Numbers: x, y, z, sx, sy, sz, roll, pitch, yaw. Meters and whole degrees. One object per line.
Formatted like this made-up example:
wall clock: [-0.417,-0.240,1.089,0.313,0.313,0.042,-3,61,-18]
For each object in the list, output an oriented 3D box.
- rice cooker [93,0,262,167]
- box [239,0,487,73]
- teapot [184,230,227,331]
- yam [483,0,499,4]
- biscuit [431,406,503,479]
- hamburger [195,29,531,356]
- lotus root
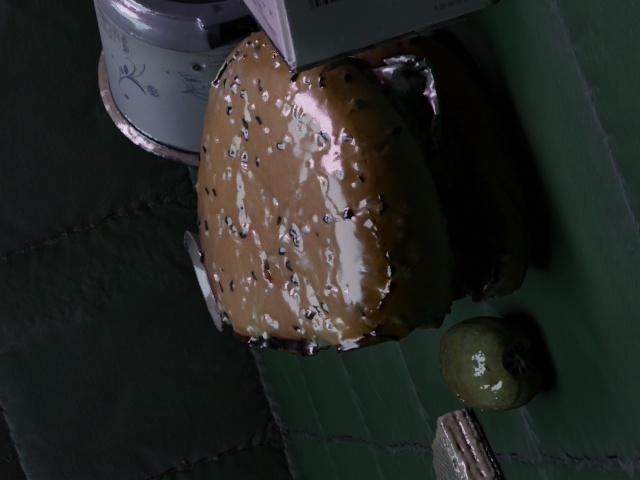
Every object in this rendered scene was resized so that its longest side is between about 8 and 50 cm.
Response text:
rice cooker: [-0.115,-0.230,2.041,0.316,0.264,0.317,160,90,-78]
box: [-0.005,-0.286,1.564,0.333,0.173,0.145,-123,19,-55]
teapot: [0.000,0.000,1.874,0.183,0.250,0.183,161,90,-80]
yam: [0.133,-0.206,1.398,0.116,0.021,0.021,96,154,-72]
biscuit: [0.185,0.322,2.069,0.150,0.052,0.252,90,158,-63]
hamburger: [0.023,-0.054,1.639,0.318,0.195,0.277,-2,100,57]
lotus root: [0.152,0.114,1.758,0.183,0.077,0.090,-177,69,-78]
